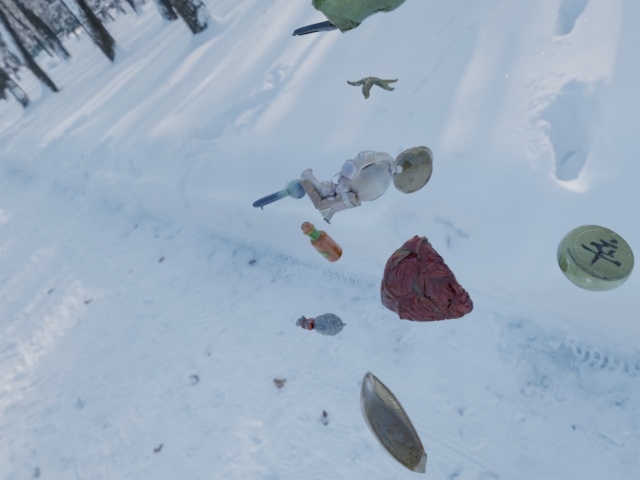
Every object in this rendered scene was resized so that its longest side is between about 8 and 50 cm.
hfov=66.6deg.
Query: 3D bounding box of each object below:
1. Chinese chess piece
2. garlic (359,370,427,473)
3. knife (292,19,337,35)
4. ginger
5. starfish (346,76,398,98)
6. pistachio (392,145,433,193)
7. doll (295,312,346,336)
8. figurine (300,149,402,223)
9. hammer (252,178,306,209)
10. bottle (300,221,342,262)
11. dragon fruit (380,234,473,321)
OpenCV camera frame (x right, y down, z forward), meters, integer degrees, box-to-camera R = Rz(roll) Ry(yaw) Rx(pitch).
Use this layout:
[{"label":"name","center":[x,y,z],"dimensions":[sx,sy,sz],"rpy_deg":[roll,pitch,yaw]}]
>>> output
[{"label":"Chinese chess piece","center":[0.739,0.046,1.313],"dimensions":[0.189,0.083,0.188],"rpy_deg":[0,58,0]},{"label":"garlic","center":[0.196,0.525,1.399],"dimensions":[0.112,0.143,0.318],"rpy_deg":[-11,42,-33]},{"label":"knife","center":[-0.014,-0.462,1.063],"dimensions":[0.121,0.018,0.031],"rpy_deg":[7,16,37]},{"label":"ginger","center":[0.117,-0.457,0.810],"dimensions":[0.290,0.137,0.089],"rpy_deg":[-19,32,17]},{"label":"starfish","center":[0.203,-0.571,1.780],"dimensions":[0.176,0.053,0.208],"rpy_deg":[-16,37,-20]},{"label":"pistachio","center":[0.253,-0.193,1.333],"dimensions":[0.113,0.149,0.113],"rpy_deg":[4,46,-4]},{"label":"doll","center":[0.004,0.269,1.574],"dimensions":[0.180,0.079,0.094],"rpy_deg":[1,13,28]},{"label":"figurine","center":[0.078,-0.149,1.190],"dimensions":[0.237,0.162,0.141],"rpy_deg":[-27,73,12]},{"label":"hammer","center":[-0.141,-0.153,1.659],"dimensions":[0.194,0.069,0.116],"rpy_deg":[-23,14,-8]},{"label":"bottle","center":[0.000,0.000,1.627],"dimensions":[0.069,0.187,0.069],"rpy_deg":[-24,43,25]},{"label":"dragon fruit","center":[0.400,0.147,1.714],"dimensions":[0.240,0.302,0.330],"rpy_deg":[-17,33,-39]}]
